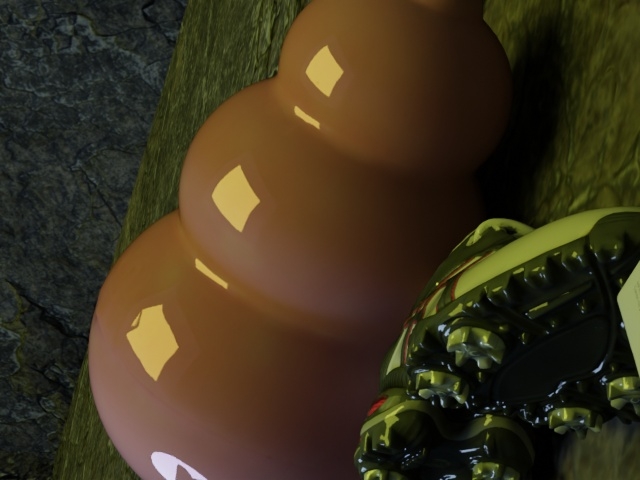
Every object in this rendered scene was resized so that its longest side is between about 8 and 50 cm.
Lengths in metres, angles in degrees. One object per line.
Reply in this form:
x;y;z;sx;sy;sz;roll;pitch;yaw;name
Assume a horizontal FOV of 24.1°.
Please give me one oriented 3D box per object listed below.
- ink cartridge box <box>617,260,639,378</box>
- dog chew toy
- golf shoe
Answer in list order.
0.158;0.007;0.453;0.109;0.063;0.150;-93;20;-48;ink cartridge box
0.000;0.000;0.852;0.206;0.207;0.331;-106;39;-63;dog chew toy
0.084;0.032;0.663;0.273;0.105;0.120;128;158;-61;golf shoe
